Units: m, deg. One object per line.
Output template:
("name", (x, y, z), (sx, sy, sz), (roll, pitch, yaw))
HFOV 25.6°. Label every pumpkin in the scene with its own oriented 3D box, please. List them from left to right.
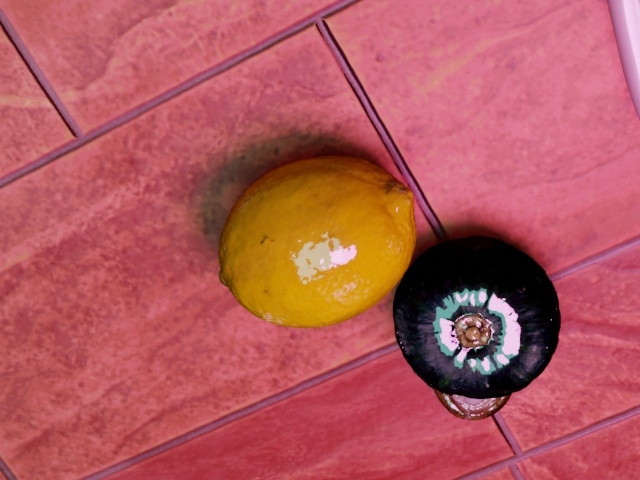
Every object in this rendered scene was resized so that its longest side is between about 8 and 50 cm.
("pumpkin", (0.216, 0.106, 1.940), (0.233, 0.163, 0.233), (1, 96, 10))

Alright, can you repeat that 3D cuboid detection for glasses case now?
("glasses case", (0.412, -0.261, 1.789), (0.075, 0.113, 0.296), (-13, 113, 11))

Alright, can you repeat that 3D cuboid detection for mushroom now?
("mushroom", (0.223, 0.204, 2.065), (0.123, 0.052, 0.123), (0, 111, 0))

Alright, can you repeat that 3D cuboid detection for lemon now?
("lemon", (-0.004, 0.002, 1.896), (0.263, 0.236, 0.236), (3, 116, 15))
